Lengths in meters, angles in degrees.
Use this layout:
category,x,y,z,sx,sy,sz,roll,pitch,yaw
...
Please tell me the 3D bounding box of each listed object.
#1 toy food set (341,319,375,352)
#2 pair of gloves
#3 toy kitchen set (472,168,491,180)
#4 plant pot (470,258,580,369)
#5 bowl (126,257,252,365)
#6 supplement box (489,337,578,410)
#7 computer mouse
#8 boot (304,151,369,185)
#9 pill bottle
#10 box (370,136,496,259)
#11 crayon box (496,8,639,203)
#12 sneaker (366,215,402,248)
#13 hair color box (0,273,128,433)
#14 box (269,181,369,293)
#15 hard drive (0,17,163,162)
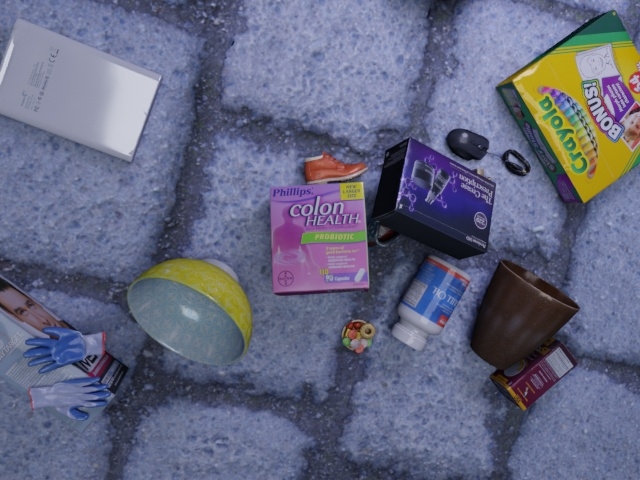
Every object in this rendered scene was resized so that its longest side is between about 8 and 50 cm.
category,x,y,z,sx,sy,sz,roll,pitch,yaw
toy food set,0.095,0.242,1.435,0.083,0.020,0.082,18,92,-11
pair of gloves,-0.513,0.271,1.151,0.159,0.023,0.198,-3,93,-11
toy kitchen set,0.380,-0.137,1.420,0.075,0.068,0.083,-5,96,-9
plant pot,0.481,0.200,1.416,0.215,0.215,0.230,27,105,-11
bowl,-0.267,0.133,1.281,0.289,0.289,0.156,37,47,-11
supplement box,0.553,0.338,1.477,0.188,0.104,0.080,-39,100,-4
computer mouse,0.431,-0.221,1.435,0.242,0.041,0.071,18,92,-11
boot,0.037,-0.179,1.368,0.158,0.059,0.084,-12,92,-7
pill bottle,0.267,0.157,1.403,0.124,0.124,0.221,29,91,-11
box,0.261,-0.089,1.288,0.261,0.103,0.184,22,71,-23
crayon box,0.675,-0.329,1.430,0.313,0.106,0.362,-36,100,-4
sneaker,0.213,-0.068,1.371,0.104,0.125,0.262,44,88,-11
hair color box,-0.616,0.237,1.236,0.374,0.185,0.113,40,87,-11
box,0.000,0.000,1.300,0.214,0.117,0.242,-3,81,4
hard drive,-0.543,-0.330,1.266,0.319,0.040,0.210,20,92,-10
